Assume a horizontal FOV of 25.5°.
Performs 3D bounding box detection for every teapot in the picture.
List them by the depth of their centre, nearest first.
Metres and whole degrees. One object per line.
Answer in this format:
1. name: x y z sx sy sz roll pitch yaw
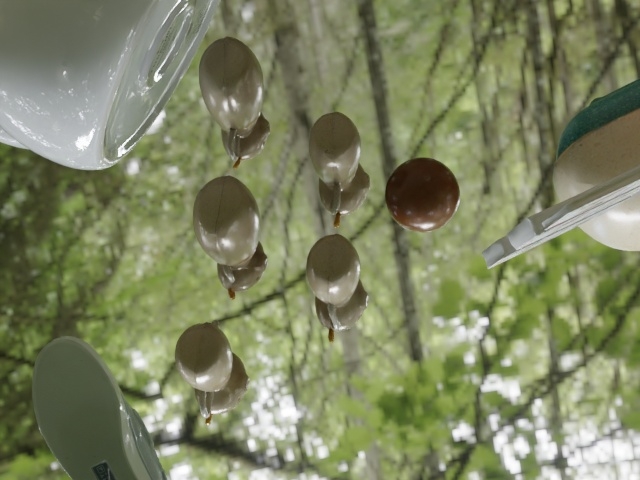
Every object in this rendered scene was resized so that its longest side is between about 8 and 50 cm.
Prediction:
1. teapot: -0.189 -0.192 1.047 0.256 0.187 0.252 -59 177 -19

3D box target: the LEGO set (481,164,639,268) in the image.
1. LEGO set: 0.197 -0.067 0.697 0.244 0.060 0.182 -25 174 -8

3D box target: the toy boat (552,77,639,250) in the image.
1. toy boat: 0.291 -0.118 1.034 0.268 0.148 0.318 -18 155 7

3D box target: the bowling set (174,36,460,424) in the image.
1. bowling set: 0.000 0.000 1.052 0.200 0.286 0.154 5 162 5

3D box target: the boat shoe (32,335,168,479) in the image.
1. boat shoe: -0.199 0.189 1.313 0.079 0.227 0.081 -22 -170 5
